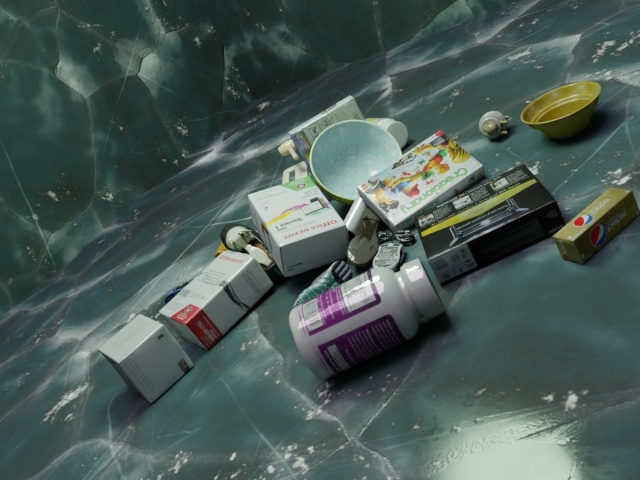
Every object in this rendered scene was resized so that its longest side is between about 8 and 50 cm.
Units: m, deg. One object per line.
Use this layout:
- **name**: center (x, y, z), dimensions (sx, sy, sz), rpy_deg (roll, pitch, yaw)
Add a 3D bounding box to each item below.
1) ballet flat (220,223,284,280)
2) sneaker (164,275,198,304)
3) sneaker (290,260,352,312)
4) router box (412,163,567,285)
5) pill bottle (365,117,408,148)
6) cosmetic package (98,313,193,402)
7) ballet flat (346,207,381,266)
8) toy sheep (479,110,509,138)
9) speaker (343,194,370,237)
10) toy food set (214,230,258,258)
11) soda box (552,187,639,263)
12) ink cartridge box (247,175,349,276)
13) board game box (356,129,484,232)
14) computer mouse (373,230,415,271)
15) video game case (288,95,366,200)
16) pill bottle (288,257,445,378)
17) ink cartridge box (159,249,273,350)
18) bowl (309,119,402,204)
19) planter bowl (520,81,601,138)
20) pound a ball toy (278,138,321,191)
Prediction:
- **ballet flat**: center (-0.207, 0.017, 2.019), dimensions (0.280, 0.096, 0.095), rpy_deg (33, 83, 29)
- **sneaker**: center (-0.376, 0.150, 2.151), dimensions (0.232, 0.081, 0.090), rpy_deg (-19, 22, 9)
- **sneaker**: center (-0.007, 0.146, 1.738), dimensions (0.224, 0.083, 0.098), rpy_deg (-42, 4, -35)
- **router box**: center (0.386, -0.043, 1.609), dimensions (0.309, 0.081, 0.243), rpy_deg (-26, 24, 12)
- **pill bottle**: center (0.217, -0.379, 2.448), dimensions (0.119, 0.119, 0.208), rpy_deg (-37, 24, -15)
- **cosmetic package**: center (-0.469, 0.312, 1.830), dimensions (0.151, 0.151, 0.184), rpy_deg (-42, 24, -24)
- **ballet flat**: center (0.123, 0.000, 1.883), dimensions (0.084, 0.058, 0.250), rpy_deg (12, 39, 4)
- **toy sheep**: center (0.526, -0.352, 2.072), dimensions (0.091, 0.091, 0.132), rpy_deg (-19, 12, 25)
- **speaker**: center (0.108, -0.077, 1.995), dimensions (0.055, 0.055, 0.136), rpy_deg (4, 60, 53)
- **toy food set**: center (-0.207, 0.019, 2.162), dimensions (0.232, 0.111, 0.104), rpy_deg (-21, 24, 18)
- **soda box**: center (0.566, -0.033, 1.396), dimensions (0.181, 0.061, 0.058), rpy_deg (-37, 23, -16)
- **ink cartridge box**: center (-0.065, -0.046, 1.951), dimensions (0.201, 0.117, 0.278), rpy_deg (-19, 41, -14)
- **board game box**: center (0.279, -0.167, 1.924), dimensions (0.305, 0.053, 0.193), rpy_deg (-35, 53, -8)
- **computer mouse**: center (0.178, 0.036, 1.747), dimensions (0.106, 0.042, 0.193), rpy_deg (-3, 31, 20)
- **video game case**: center (0.061, -0.309, 2.302), dimensions (0.244, 0.269, 0.061), rpy_deg (-31, 22, -2)
- **pill bottle**: center (0.100, 0.157, 1.437), dimensions (0.301, 0.169, 0.169), rpy_deg (-26, 23, 9)
- **ink cartridge box**: center (-0.297, 0.164, 1.954), dimensions (0.273, 0.114, 0.197), rpy_deg (-46, 27, -21)
- **bowl**: center (0.110, -0.219, 2.166), dimensions (0.289, 0.289, 0.156), rpy_deg (-37, -19, -16)
- **planter bowl**: center (0.667, -0.339, 1.861), dimensions (0.217, 0.090, 0.217), rpy_deg (-26, 23, 12)
- **pound a ball toy**: center (-0.096, -0.196, 2.342), dimensions (0.136, 0.208, 0.319), rpy_deg (-26, 24, 10)
